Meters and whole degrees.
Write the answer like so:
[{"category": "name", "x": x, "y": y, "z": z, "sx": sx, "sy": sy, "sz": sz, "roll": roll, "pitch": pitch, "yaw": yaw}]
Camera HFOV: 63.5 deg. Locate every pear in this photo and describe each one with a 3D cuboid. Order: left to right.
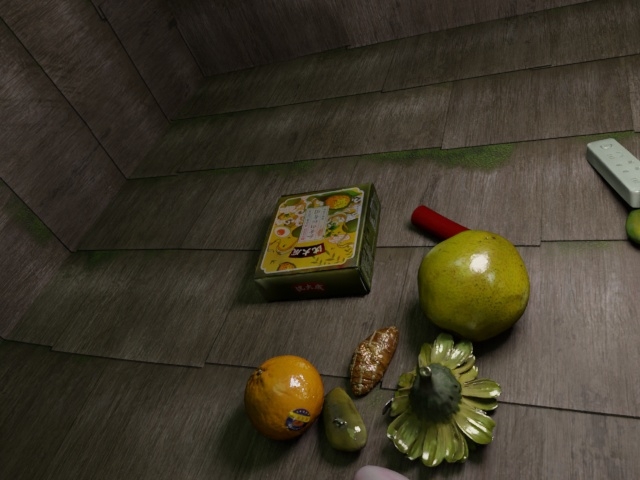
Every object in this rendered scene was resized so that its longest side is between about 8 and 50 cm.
[{"category": "pear", "x": 0.399, "y": 0.113, "z": 1.366, "sx": 0.294, "sy": 0.294, "sz": 0.294, "roll": -14, "pitch": 43, "yaw": 13}]

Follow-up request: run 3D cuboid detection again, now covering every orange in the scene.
[{"category": "orange", "x": -0.098, "y": 0.410, "z": 1.361, "sx": 0.219, "sy": 0.193, "sz": 0.219, "roll": -52, "pitch": 24, "yaw": 34}]

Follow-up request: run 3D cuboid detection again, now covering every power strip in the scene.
[{"category": "power strip", "x": 0.900, "y": -0.217, "z": 1.550, "sx": 0.091, "sy": 0.062, "sz": 0.385, "roll": -14, "pitch": 30, "yaw": 13}]

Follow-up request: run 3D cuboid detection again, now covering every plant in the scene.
[{"category": "plant", "x": 0.250, "y": 0.376, "z": 1.238, "sx": 0.261, "sy": 0.296, "sz": 0.306, "roll": -37, "pitch": 49, "yaw": 36}]

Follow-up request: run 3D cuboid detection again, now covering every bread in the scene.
[{"category": "bread", "x": 0.143, "y": 0.317, "z": 1.432, "sx": 0.104, "sy": 0.076, "sz": 0.233, "roll": 16, "pitch": 55, "yaw": 35}]

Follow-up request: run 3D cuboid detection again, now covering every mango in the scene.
[{"category": "mango", "x": 0.915, "y": -0.060, "z": 1.417, "sx": 0.122, "sy": 0.086, "sz": 0.191, "roll": 13, "pitch": 54, "yaw": 46}]

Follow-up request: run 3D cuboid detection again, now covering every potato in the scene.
[{"category": "potato", "x": 0.055, "y": 0.458, "z": 1.325, "sx": 0.105, "sy": 0.085, "sz": 0.188, "roll": -22, "pitch": 37, "yaw": 2}]

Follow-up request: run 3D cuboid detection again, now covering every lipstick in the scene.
[{"category": "lipstick", "x": 0.396, "y": -0.037, "z": 1.661, "sx": 0.080, "sy": 0.080, "sz": 0.241, "roll": -39, "pitch": 42, "yaw": -14}]

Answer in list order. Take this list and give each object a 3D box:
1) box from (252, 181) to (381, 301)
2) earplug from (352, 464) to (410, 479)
[{"category": "box", "x": 0.000, "y": 0.000, "z": 1.781, "sx": 0.372, "sy": 0.138, "sz": 0.421, "roll": -6, "pitch": 44, "yaw": 21}, {"category": "earplug", "x": 0.178, "y": 0.587, "z": 1.088, "sx": 0.172, "sy": 0.172, "sz": 0.301, "roll": -44, "pitch": 38, "yaw": -20}]
